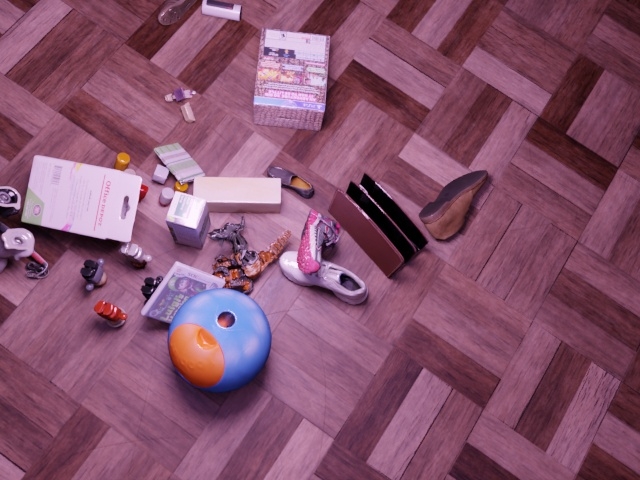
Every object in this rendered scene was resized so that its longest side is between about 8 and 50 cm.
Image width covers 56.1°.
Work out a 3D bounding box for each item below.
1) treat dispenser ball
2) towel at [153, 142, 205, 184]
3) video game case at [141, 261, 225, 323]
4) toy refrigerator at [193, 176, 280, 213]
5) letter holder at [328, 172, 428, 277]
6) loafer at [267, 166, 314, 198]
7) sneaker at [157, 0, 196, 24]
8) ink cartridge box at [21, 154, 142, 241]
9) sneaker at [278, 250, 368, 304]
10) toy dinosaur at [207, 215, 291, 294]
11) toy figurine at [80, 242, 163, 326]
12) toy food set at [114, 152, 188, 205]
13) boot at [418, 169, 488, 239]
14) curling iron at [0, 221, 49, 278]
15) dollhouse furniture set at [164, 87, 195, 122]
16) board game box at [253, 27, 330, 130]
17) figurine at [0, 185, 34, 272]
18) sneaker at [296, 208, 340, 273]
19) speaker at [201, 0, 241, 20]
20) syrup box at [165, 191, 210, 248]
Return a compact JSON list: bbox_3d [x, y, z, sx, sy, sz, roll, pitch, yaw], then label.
[{"bbox_3d":[-0.280,0.277,1.680,0.287,0.288,0.289,2,73,-6],"label":"treat dispenser ball"},{"bbox_3d":[-0.454,-0.248,1.933,0.152,0.023,0.113,48,35,10],"label":"towel"},{"bbox_3d":[-0.396,0.164,1.742,0.190,0.173,0.022,-52,41,13],"label":"video game case"},{"bbox_3d":[-0.262,-0.146,1.906,0.269,0.102,0.094,1,73,-5],"label":"toy refrigerator"},{"bbox_3d":[0.187,-0.063,1.870,0.152,0.214,0.302,-39,81,-15],"label":"letter holder"},{"bbox_3d":[-0.095,-0.200,1.961,0.170,0.061,0.062,25,73,2],"label":"loafer"},{"bbox_3d":[-0.512,-0.828,2.112,0.071,0.066,0.188,34,67,22],"label":"sneaker"},{"bbox_3d":[-0.680,-0.118,1.782,0.353,0.119,0.207,12,90,11],"label":"ink cartridge box"},{"bbox_3d":[0.015,0.099,1.849,0.296,0.129,0.111,20,75,1],"label":"sneaker"},{"bbox_3d":[-0.246,0.052,1.847,0.321,0.164,0.219,-33,101,-29],"label":"toy dinosaur"},{"bbox_3d":[-0.579,0.129,1.774,0.213,0.148,0.210,-29,73,-11],"label":"toy figurine"},{"bbox_3d":[-0.548,-0.174,1.904,0.232,0.104,0.111,22,58,-18],"label":"toy food set"},{"bbox_3d":[0.456,-0.122,1.996,0.305,0.112,0.115,-41,111,-20],"label":"boot"},{"bbox_3d":[-0.925,0.013,1.821,0.068,0.035,0.274,-43,82,-16],"label":"curling iron"},{"bbox_3d":[-0.452,-0.451,2.026,0.081,0.090,0.115,-30,104,-54],"label":"dollhouse furniture set"},{"bbox_3d":[-0.098,-0.539,2.020,0.231,0.141,0.291,6,73,-4],"label":"board game box"},{"bbox_3d":[-0.939,-0.021,1.758,0.092,0.209,0.215,-12,79,-52],"label":"figurine"},{"bbox_3d":[0.000,0.000,1.815,0.111,0.121,0.299,19,30,-5],"label":"sneaker"},{"bbox_3d":[-0.347,-0.814,2.121,0.136,0.055,0.055,10,73,-3],"label":"speaker"},{"bbox_3d":[-0.391,-0.056,1.794,0.096,0.237,0.093,15,73,-2],"label":"syrup box"}]
